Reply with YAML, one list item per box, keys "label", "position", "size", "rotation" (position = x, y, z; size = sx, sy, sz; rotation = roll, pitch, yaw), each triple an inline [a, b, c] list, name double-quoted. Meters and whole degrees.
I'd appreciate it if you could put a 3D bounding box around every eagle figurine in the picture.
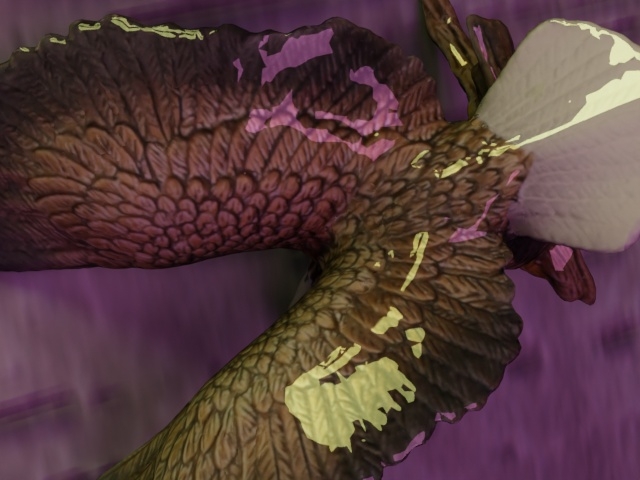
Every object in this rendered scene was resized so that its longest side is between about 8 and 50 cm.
- label: "eagle figurine"
  position: [-0.002, 0.009, 0.653]
  size: [0.298, 0.226, 0.225]
  rotation: [-17, 124, -30]
